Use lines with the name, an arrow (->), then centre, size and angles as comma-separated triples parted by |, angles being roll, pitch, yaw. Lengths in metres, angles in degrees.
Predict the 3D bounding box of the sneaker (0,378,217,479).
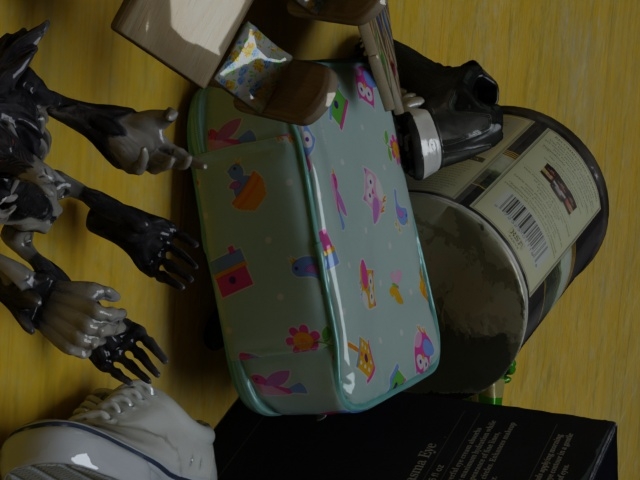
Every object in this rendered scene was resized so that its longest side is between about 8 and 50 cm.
sneaker -> -0.142, 0.140, 1.134 | 0.258, 0.094, 0.091 | 45, 37, -67

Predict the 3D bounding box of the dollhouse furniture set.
dollhouse furniture set -> -0.029, -0.211, 1.008 | 0.212, 0.161, 0.242 | 33, 82, -36

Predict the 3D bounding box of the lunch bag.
lunch bag -> 0.000, 0.000, 1.313 | 0.224, 0.108, 0.279 | -18, 98, -66

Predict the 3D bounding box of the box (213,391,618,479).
box -> 0.036, 0.278, 1.282 | 0.343, 0.312, 0.179 | -50, 141, -51

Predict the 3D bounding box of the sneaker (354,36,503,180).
sneaker -> 0.098, -0.125, 1.461 | 0.234, 0.106, 0.078 | -116, -165, -61

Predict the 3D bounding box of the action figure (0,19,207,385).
action figure -> -0.147, -0.018, 0.987 | 0.164, 0.141, 0.275 | -64, 154, -14

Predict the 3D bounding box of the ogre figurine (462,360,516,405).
ogre figurine -> 0.117, 0.177, 1.695 | 0.097, 0.118, 0.197 | 53, 47, -53

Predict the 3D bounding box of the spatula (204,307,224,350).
spatula -> -0.027, -0.012, 1.409 | 0.296, 0.030, 0.084 | -59, 146, -43

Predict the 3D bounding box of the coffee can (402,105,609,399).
coffee can -> 0.140, 0.006, 1.590 | 0.275, 0.201, 0.201 | -40, 132, -58

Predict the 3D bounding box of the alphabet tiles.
alphabet tiles -> 0.016, -0.275, 1.297 | 0.285, 0.011, 0.342 | -94, 168, -45
